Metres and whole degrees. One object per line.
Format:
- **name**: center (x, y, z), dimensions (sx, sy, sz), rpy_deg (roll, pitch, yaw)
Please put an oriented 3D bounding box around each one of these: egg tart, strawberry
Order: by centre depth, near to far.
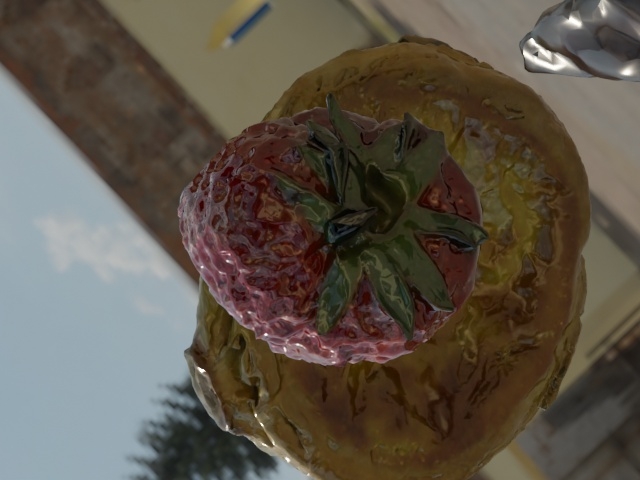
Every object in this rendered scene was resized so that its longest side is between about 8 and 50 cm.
- **strawberry**: center (-0.002, 0.004, 0.754), dimensions (0.131, 0.148, 0.131), rpy_deg (19, -127, -27)
- **egg tart**: center (0.045, 0.016, 1.192), dimensions (0.341, 0.341, 0.129), rpy_deg (44, 166, -31)

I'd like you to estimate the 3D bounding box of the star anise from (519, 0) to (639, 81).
- **star anise**: center (0.203, -0.114, 0.468), dimensions (0.332, 0.332, 0.117), rpy_deg (47, -163, 9)
